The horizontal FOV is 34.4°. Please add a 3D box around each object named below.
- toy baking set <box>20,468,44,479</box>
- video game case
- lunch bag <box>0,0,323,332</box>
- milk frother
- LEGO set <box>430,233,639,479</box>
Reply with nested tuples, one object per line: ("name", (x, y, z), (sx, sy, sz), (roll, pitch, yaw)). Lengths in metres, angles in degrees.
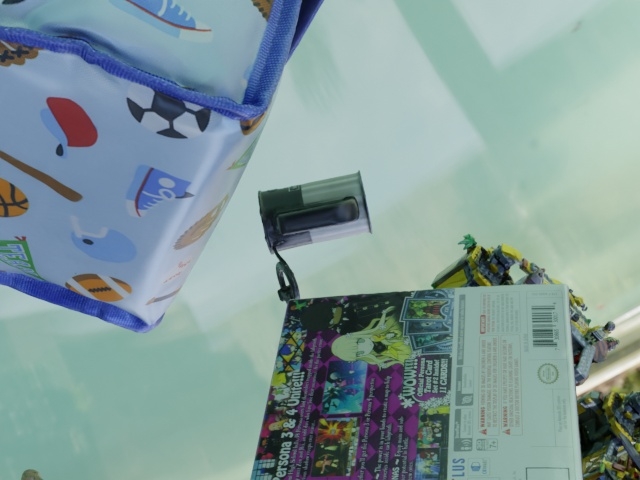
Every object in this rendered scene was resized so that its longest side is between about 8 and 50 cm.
("toy baking set", (-0.241, 0.334, 0.902), (0.196, 0.256, 0.030), (-1, 178, 42))
("video game case", (0.065, 0.124, 0.684), (0.210, 0.232, 0.042), (-4, 130, 12))
("lunch bag", (-0.124, -0.176, 0.756), (0.239, 0.385, 0.328), (19, 146, -12))
("milk frother", (0.000, 0.000, 1.301), (0.134, 0.143, 0.129), (-11, -155, 3))
("LEGO set", (0.247, 0.126, 1.017), (0.192, 0.331, 0.255), (-40, 177, 37))
